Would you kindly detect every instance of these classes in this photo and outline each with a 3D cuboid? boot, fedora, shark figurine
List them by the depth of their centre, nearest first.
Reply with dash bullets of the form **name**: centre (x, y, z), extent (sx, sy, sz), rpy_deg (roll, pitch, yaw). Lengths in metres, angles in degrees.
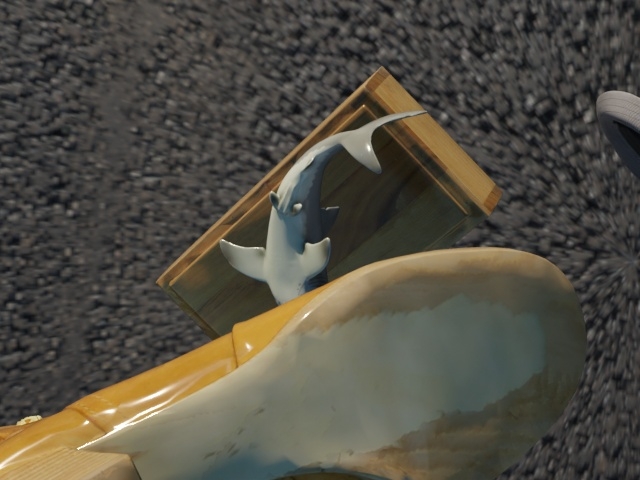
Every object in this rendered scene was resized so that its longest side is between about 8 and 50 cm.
- **boot**: centre (-0.048, 0.081, 0.630), extent (0.295, 0.211, 0.104), rpy_deg (-22, 96, -32)
- **fedora**: centre (0.410, -0.102, 1.470), extent (0.244, 0.275, 0.124), rpy_deg (41, 92, 25)
- **shark figurine**: centre (0.002, -0.033, 1.479), extent (0.166, 0.116, 0.278), rpy_deg (31, 121, 26)

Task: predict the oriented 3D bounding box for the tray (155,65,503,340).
- **tray**: centre (0.000, 0.000, 1.717), extent (0.203, 0.076, 0.411), rpy_deg (46, 123, -5)
